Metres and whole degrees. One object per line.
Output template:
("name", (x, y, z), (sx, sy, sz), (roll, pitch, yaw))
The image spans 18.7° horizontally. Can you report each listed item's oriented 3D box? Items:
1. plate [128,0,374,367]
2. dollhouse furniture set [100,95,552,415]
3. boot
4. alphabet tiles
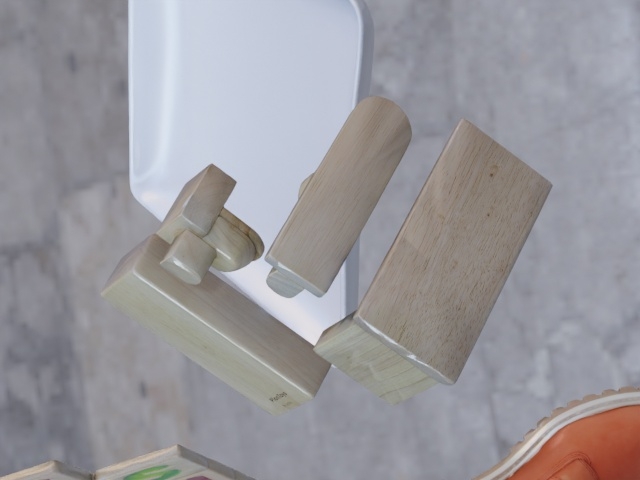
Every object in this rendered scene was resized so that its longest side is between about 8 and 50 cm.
("plate", (-0.045, -0.093, 1.336), (0.277, 0.045, 0.278), (39, 137, 43))
("dollhouse furniture set", (0.000, 0.000, 0.976), (0.123, 0.144, 0.151), (-60, 13, -28))
("boot", (0.101, 0.121, 0.810), (0.084, 0.158, 0.059), (41, 157, 55))
("alphabet tiles", (-0.187, 0.199, 1.299), (0.342, 0.285, 0.011), (43, -151, -69))
